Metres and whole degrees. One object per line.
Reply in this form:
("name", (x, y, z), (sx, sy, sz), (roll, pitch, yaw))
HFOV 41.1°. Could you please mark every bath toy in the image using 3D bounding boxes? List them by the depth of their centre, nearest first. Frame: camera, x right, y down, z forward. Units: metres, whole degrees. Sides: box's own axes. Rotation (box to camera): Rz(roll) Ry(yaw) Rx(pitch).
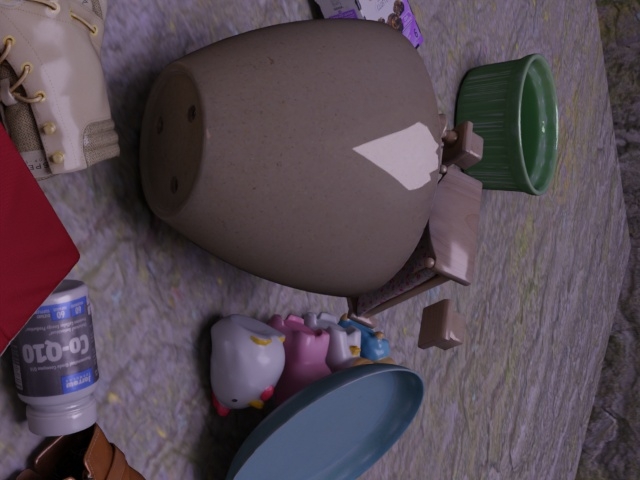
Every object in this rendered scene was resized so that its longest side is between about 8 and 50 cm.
("bath toy", (-0.024, 0.180, 1.176), (0.348, 0.151, 0.129), (9, 106, -55))

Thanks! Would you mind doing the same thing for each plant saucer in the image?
("plant saucer", (0.000, 0.268, 1.143), (0.317, 0.044, 0.318), (-27, 146, -20))

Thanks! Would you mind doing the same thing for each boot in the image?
("boot", (-0.281, -0.150, 0.756), (0.262, 0.095, 0.204), (-22, 112, -62))
("boot", (-0.243, 0.335, 0.820), (0.283, 0.109, 0.220), (-57, 138, -45))

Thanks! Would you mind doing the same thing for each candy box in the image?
("candy box", (0.073, -0.360, 1.334), (0.196, 0.070, 0.165), (63, 38, -24))

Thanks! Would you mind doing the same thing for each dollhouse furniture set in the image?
("dollhouse furniture set", (0.035, -0.019, 1.069), (0.173, 0.303, 0.356), (25, 57, -22))

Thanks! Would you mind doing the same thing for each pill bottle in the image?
("pill bottle", (-0.255, 0.112, 0.821), (0.078, 0.078, 0.137), (-20, 108, -58))

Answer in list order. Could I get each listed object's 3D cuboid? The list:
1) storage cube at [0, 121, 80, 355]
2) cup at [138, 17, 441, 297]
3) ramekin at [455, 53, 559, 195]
("storage cube", (-0.321, -0.004, 0.584), (0.184, 0.215, 0.193), (-62, 147, -38))
("cup", (-0.062, -0.100, 0.959), (0.237, 0.331, 0.331), (2, 90, -35))
("ramekin", (0.410, -0.249, 1.870), (0.303, 0.148, 0.304), (-4, 94, -60))
